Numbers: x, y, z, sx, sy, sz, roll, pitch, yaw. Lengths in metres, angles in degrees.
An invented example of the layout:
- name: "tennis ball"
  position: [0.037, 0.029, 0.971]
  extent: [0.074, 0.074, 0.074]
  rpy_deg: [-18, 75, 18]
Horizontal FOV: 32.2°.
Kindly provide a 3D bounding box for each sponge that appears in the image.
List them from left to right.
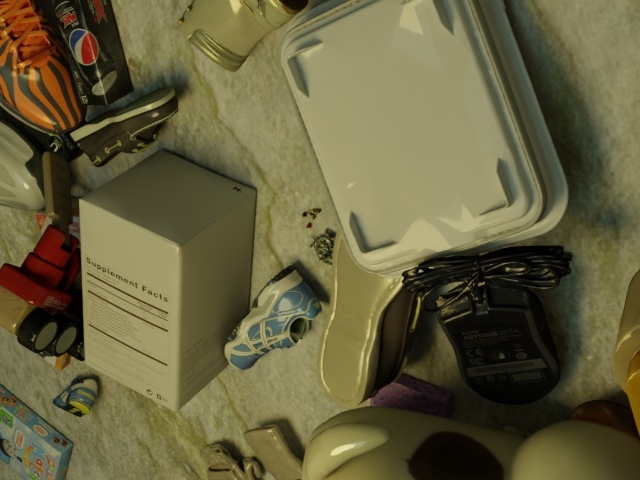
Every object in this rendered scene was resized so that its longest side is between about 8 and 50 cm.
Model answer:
- name: "sponge"
  position: [0.125, 0.281, 1.553]
  extent: [0.117, 0.031, 0.210]
  rpy_deg: [16, 124, 27]

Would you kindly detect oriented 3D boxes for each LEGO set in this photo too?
- name: "LEGO set"
  position: [-0.002, 0.000, 1.479]
  extent: [0.083, 0.023, 0.054]
  rpy_deg: [52, 134, -2]

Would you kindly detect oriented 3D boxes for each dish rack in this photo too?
- name: "dish rack"
  position: [0.096, -0.129, 1.231]
  extent: [0.285, 0.072, 0.333]
  rpy_deg: [-19, 93, 33]

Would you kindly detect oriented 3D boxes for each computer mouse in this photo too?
- name: "computer mouse"
  position: [0.214, 0.092, 1.307]
  extent: [0.188, 0.072, 0.272]
  rpy_deg: [-7, 136, 16]

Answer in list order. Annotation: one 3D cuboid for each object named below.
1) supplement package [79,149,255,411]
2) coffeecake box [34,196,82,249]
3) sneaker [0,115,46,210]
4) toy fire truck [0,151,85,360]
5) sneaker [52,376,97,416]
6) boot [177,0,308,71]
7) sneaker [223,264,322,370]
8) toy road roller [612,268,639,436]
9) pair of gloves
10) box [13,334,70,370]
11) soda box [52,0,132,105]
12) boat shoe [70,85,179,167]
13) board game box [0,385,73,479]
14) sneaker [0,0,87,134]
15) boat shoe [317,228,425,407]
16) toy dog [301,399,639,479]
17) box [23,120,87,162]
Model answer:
- name: "supplement package"
  position: [-0.216, 0.055, 1.566]
  extent: [0.175, 0.177, 0.293]
  rpy_deg: [24, 128, 23]
- name: "coffeecake box"
  position: [-0.348, 0.031, 1.727]
  extent: [0.142, 0.068, 0.185]
  rpy_deg: [5, 119, 35]
- name: "sneaker"
  position: [-0.622, -0.080, 1.714]
  extent: [0.447, 0.257, 0.169]
  rpy_deg: [17, 140, 31]
- name: "toy fire truck"
  position: [-0.373, 0.024, 1.595]
  extent: [0.158, 0.217, 0.246]
  rpy_deg: [29, 87, 17]
- name: "sneaker"
  position: [-0.427, 0.275, 1.953]
  extent: [0.053, 0.059, 0.144]
  rpy_deg: [30, 157, -23]
- name: "boot"
  position: [-0.129, -0.323, 1.341]
  extent: [0.213, 0.077, 0.165]
  rpy_deg: [53, 137, -3]
- name: "sneaker"
  position: [-0.070, 0.129, 1.571]
  extent: [0.081, 0.080, 0.211]
  rpy_deg: [43, 134, 9]
- name: "toy road roller"
  position: [0.457, 0.172, 1.130]
  extent: [0.240, 0.202, 0.329]
  rpy_deg: [-13, 114, 28]
- name: "pair of gloves"
  position: [-0.080, 0.388, 1.767]
  extent: [0.204, 0.042, 0.240]
  rpy_deg: [52, 136, -7]
- name: "box"
  position: [-0.493, 0.160, 1.944]
  extent: [0.136, 0.028, 0.081]
  rpy_deg: [32, 132, 15]
- name: "soda box"
  position: [-0.313, -0.272, 1.518]
  extent: [0.053, 0.060, 0.169]
  rpy_deg: [6, 120, 33]
- name: "boat shoe"
  position: [-0.262, -0.155, 1.544]
  extent: [0.228, 0.081, 0.068]
  rpy_deg: [-12, 112, 48]
- name: "board game box"
  position: [-0.575, 0.384, 2.136]
  extent: [0.211, 0.039, 0.160]
  rpy_deg: [34, 131, 14]
- name: "sneaker"
  position: [-0.419, -0.295, 1.504]
  extent: [0.321, 0.124, 0.180]
  rpy_deg: [56, 158, -6]
- name: "boat shoe"
  position: [0.080, 0.060, 1.400]
  extent: [0.116, 0.097, 0.324]
  rpy_deg: [31, 121, 35]
- name: "toy dog"
  position: [0.201, 0.305, 1.340]
  extent: [0.408, 0.284, 0.395]
  rpy_deg: [-3, 131, 13]
- name: "box"
  position: [-0.386, -0.163, 1.647]
  extent: [0.083, 0.052, 0.062]
  rpy_deg: [49, 134, 0]
